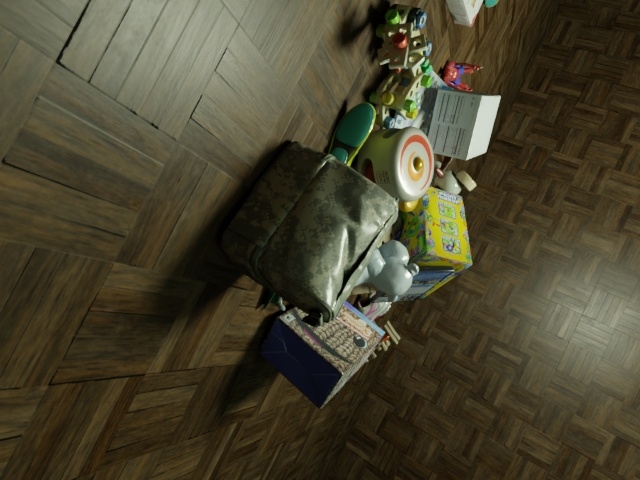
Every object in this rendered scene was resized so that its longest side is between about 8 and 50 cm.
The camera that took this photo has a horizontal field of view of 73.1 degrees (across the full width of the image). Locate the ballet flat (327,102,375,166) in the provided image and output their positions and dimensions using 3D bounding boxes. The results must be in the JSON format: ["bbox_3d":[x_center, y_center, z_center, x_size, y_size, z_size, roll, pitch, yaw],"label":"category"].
[{"bbox_3d":[0.060,-0.227,1.060,0.231,0.077,0.077,-63,178,3],"label":"ballet flat"}]

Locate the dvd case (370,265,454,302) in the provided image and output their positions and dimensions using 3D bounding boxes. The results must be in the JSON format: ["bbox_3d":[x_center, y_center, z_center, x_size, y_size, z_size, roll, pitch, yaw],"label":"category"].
[{"bbox_3d":[0.297,0.148,1.425,0.180,0.022,0.253,0,151,-22],"label":"dvd case"}]

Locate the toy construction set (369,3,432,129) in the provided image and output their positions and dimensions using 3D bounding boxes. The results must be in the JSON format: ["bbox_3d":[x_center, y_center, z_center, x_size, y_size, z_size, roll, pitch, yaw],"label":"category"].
[{"bbox_3d":[0.188,-0.423,1.040,0.215,0.151,0.328,-62,168,-4],"label":"toy construction set"}]

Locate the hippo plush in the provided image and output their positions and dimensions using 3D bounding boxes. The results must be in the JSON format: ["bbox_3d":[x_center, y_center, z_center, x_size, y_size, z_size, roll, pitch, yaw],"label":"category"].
[{"bbox_3d":[0.154,0.048,1.193,0.294,0.236,0.234,-84,-168,-52],"label":"hippo plush"}]

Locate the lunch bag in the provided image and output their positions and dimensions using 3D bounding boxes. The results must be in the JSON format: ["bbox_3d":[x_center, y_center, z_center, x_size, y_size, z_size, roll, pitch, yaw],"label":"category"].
[{"bbox_3d":[-0.012,-0.010,0.879,0.305,0.256,0.213,-55,155,-20],"label":"lunch bag"}]

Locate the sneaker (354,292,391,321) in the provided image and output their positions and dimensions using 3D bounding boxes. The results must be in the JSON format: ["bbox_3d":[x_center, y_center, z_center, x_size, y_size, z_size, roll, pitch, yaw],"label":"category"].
[{"bbox_3d":[0.180,0.309,1.835,0.252,0.111,0.103,-51,-162,12],"label":"sneaker"}]

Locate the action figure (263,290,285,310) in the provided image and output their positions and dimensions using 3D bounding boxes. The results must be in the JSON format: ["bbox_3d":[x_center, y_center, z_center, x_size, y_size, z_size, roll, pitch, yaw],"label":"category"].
[{"bbox_3d":[-0.069,0.062,1.083,0.137,0.063,0.232,-33,143,-60],"label":"action figure"}]

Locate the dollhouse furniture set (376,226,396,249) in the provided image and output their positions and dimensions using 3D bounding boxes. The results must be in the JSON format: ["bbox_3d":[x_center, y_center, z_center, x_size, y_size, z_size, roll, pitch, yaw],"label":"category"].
[{"bbox_3d":[0.143,-0.049,1.387,0.129,0.129,0.184,-36,115,-49],"label":"dollhouse furniture set"}]

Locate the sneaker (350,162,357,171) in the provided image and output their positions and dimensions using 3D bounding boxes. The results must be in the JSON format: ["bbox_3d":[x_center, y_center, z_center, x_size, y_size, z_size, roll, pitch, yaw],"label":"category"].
[{"bbox_3d":[0.126,-0.168,1.251,0.216,0.079,0.121,-31,144,-40],"label":"sneaker"}]

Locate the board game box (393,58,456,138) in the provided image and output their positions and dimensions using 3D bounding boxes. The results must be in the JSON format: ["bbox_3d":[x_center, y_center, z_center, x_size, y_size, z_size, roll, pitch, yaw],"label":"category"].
[{"bbox_3d":[0.335,-0.359,1.437,0.390,0.050,0.390,-5,113,-60],"label":"board game box"}]

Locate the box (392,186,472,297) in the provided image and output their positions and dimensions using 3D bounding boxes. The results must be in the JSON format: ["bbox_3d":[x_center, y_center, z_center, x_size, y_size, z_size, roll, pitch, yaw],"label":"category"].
[{"bbox_3d":[0.355,0.010,1.519,0.290,0.176,0.279,127,-28,-54],"label":"box"}]

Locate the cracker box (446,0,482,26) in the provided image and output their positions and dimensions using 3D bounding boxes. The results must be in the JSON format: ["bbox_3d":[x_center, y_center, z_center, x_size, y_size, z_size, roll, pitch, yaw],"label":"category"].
[{"bbox_3d":[0.448,-0.775,1.305,0.232,0.067,0.156,-6,120,-64],"label":"cracker box"}]

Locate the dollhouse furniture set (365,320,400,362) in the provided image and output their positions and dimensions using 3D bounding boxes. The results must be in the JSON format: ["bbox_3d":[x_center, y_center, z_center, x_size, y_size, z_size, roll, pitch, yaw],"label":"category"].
[{"bbox_3d":[0.207,0.438,1.909,0.262,0.135,0.259,-35,171,15],"label":"dollhouse furniture set"}]

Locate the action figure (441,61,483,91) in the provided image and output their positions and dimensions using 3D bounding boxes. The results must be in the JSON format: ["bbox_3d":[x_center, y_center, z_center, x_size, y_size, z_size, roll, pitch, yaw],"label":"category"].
[{"bbox_3d":[0.536,-0.602,1.595,0.280,0.139,0.092,-23,133,-54],"label":"action figure"}]

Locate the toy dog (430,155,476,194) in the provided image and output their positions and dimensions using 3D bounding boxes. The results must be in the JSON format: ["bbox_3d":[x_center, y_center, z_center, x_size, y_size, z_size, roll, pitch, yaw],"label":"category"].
[{"bbox_3d":[0.469,-0.264,1.729,0.220,0.333,0.161,-46,113,-4],"label":"toy dog"}]

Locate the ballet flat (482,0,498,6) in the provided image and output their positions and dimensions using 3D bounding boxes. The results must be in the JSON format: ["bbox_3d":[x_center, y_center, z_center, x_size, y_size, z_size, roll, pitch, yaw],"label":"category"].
[{"bbox_3d":[0.589,-0.921,1.474,0.232,0.080,0.073,75,18,-60],"label":"ballet flat"}]

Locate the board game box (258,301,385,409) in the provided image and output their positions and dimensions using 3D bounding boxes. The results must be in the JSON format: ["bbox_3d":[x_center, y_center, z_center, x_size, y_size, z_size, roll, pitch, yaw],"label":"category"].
[{"bbox_3d":[0.012,0.294,1.249,0.291,0.232,0.141,-21,144,-59],"label":"board game box"}]

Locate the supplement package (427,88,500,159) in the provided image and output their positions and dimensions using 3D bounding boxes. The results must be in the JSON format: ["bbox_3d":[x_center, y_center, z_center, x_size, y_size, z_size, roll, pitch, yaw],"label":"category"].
[{"bbox_3d":[0.490,-0.401,1.476,0.261,0.145,0.204,-25,128,-52],"label":"supplement package"}]

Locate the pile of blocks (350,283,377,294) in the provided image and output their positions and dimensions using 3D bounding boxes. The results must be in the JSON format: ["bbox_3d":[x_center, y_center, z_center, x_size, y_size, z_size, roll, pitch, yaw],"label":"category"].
[{"bbox_3d":[0.146,0.130,1.578,0.362,0.148,0.113,10,73,-73],"label":"pile of blocks"}]

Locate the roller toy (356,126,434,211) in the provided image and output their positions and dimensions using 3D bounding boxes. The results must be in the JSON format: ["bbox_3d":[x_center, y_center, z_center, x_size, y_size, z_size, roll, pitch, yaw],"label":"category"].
[{"bbox_3d":[0.202,-0.196,1.133,0.191,0.146,0.210,27,77,-42],"label":"roller toy"}]
